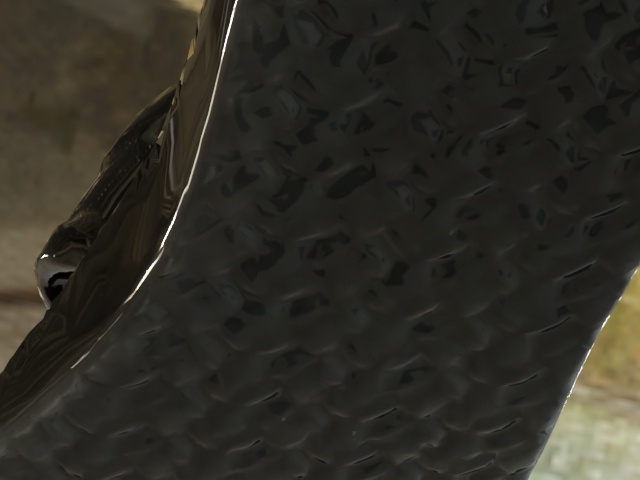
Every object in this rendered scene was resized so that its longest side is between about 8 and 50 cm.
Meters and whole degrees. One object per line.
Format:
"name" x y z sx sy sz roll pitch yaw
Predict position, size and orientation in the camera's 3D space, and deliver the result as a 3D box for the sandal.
"sandal" 0.003 0.000 0.569 0.167 0.107 0.446 16 -44 -18
